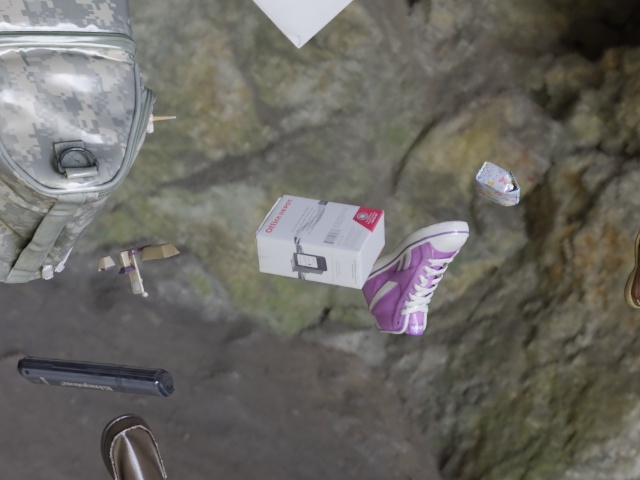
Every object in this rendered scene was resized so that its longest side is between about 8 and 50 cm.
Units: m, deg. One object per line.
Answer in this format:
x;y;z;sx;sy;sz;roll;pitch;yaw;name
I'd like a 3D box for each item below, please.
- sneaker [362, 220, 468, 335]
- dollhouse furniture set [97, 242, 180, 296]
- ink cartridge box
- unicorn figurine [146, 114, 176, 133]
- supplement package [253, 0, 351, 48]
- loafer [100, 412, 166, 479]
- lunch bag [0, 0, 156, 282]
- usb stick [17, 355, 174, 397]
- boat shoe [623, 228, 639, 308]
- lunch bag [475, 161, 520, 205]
0.185;0.079;2.110;0.102;0.282;0.161;-1;65;-34;sneaker
-0.279;0.053;1.869;0.114;0.081;0.091;-7;8;44;dollhouse furniture set
0.000;0.000;1.600;0.150;0.063;0.109;9;37;18;ink cartridge box
-0.299;-0.176;1.792;0.060;0.111;0.162;-18;47;-40;unicorn figurine
-0.001;-0.396;1.373;0.204;0.262;0.145;45;13;-21;supplement package
-0.246;0.345;1.664;0.078;0.080;0.220;27;-45;57;loafer
-0.304;-0.113;1.232;0.212;0.305;0.256;-2;72;-27;lunch bag
-0.385;0.233;2.025;0.278;0.045;0.077;4;-19;16;usb stick
0.596;0.037;2.104;0.064;0.178;0.060;24;-13;-32;boat shoe
0.336;-0.103;2.212;0.083;0.053;0.071;31;-12;18;lunch bag
